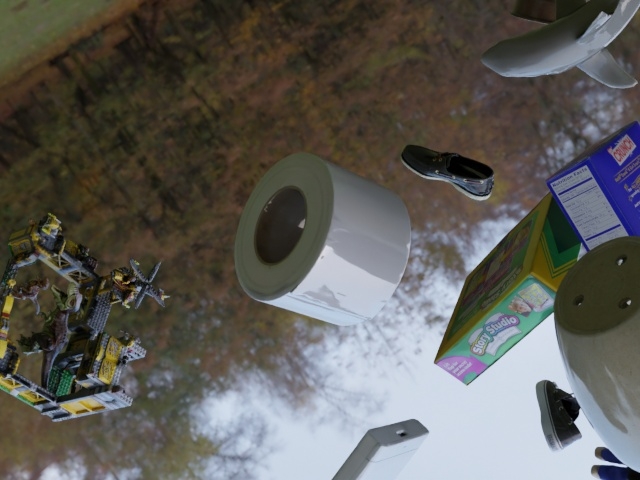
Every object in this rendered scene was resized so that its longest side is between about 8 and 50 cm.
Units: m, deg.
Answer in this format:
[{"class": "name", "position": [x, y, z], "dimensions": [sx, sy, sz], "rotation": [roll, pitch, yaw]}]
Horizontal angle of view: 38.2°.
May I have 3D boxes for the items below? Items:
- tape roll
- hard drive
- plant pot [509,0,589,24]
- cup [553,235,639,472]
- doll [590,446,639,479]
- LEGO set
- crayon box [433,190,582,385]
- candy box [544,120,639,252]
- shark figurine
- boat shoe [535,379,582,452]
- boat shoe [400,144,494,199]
[{"class": "tape roll", "position": [0.000, 0.000, 1.473], "dimensions": [0.246, 0.169, 0.246], "rotation": [-27, -127, 42]}, {"class": "hard drive", "position": [0.039, 0.469, 1.618], "dimensions": [0.353, 0.047, 0.233], "rotation": [-55, 156, 12]}, {"class": "plant pot", "position": [0.458, -0.495, 1.746], "dimensions": [0.167, 0.165, 0.167], "rotation": [9, -159, -3]}, {"class": "cup", "position": [0.464, 0.128, 1.294], "dimensions": [0.331, 0.237, 0.331], "rotation": [-39, -154, 23]}, {"class": "doll", "position": [0.606, 0.427, 1.759], "dimensions": [0.189, 0.046, 0.129], "rotation": [-8, -119, 56]}, {"class": "LEGO set", "position": [-0.370, 0.112, 1.402], "dimensions": [0.192, 0.255, 0.331], "rotation": [-17, -142, 31]}, {"class": "crayon box", "position": [0.420, 0.103, 2.027], "dimensions": [0.363, 0.106, 0.313], "rotation": [-53, -175, 44]}, {"class": "candy box", "position": [0.610, -0.047, 1.803], "dimensions": [0.122, 0.317, 0.268], "rotation": [-31, 180, 44]}, {"class": "shark figurine", "position": [0.308, -0.272, 0.997], "dimensions": [0.278, 0.166, 0.116], "rotation": [-60, 168, 22]}, {"class": "boat shoe", "position": [0.462, 0.324, 1.767], "dimensions": [0.076, 0.080, 0.228], "rotation": [-25, -172, 17]}, {"class": "boat shoe", "position": [0.168, -0.099, 1.216], "dimensions": [0.133, 0.042, 0.049], "rotation": [27, -129, 21]}]
